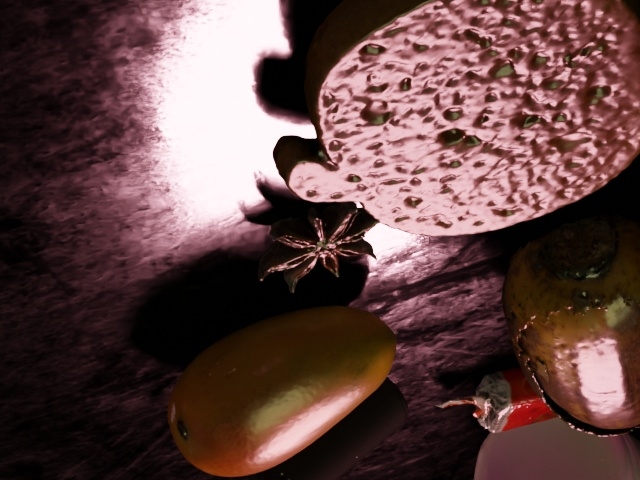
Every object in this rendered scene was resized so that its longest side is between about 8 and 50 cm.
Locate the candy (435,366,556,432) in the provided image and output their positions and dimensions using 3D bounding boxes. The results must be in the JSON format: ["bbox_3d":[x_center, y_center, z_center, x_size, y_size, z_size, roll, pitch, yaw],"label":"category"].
[{"bbox_3d":[0.278,0.186,2.148,0.292,0.059,0.086,-10,149,-15],"label":"candy"}]

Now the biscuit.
[{"bbox_3d":[0.125,-0.125,1.515,0.350,0.070,0.394,-17,151,3],"label":"biscuit"}]

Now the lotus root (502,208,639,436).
[{"bbox_3d":[0.308,0.095,1.898,0.196,0.179,0.397,-7,150,16],"label":"lotus root"}]

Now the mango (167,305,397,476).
[{"bbox_3d":[-0.045,0.151,1.831,0.254,0.139,0.175,-34,164,11],"label":"mango"}]

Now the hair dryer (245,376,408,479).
[{"bbox_3d":[-0.025,0.243,2.032,0.197,0.089,0.251,-37,-179,-25],"label":"hair dryer"}]

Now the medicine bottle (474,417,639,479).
[{"bbox_3d":[0.356,0.347,2.315,0.212,0.212,0.325,-27,149,16],"label":"medicine bottle"}]

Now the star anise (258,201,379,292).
[{"bbox_3d":[0.000,0.000,1.686,0.141,0.042,0.141,-16,150,-10],"label":"star anise"}]
